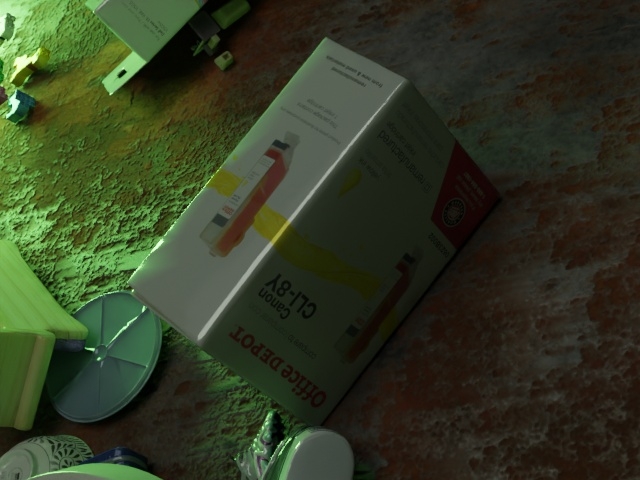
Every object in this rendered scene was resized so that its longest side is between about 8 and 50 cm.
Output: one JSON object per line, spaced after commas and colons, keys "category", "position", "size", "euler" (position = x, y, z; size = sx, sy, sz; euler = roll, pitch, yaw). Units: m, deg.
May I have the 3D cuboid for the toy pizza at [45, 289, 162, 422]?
{"category": "toy pizza", "position": [-0.302, 0.164, 1.823], "size": [0.201, 0.032, 0.201], "euler": [-16, 55, 25]}

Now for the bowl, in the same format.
{"category": "bowl", "position": [-0.392, 0.328, 1.745], "size": [0.170, 0.080, 0.170], "euler": [-17, 53, 23]}

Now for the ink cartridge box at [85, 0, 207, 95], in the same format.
{"category": "ink cartridge box", "position": [-0.256, -0.402, 2.050], "size": [0.353, 0.119, 0.207], "euler": [-46, 19, 0]}

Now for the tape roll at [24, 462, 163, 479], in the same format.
{"category": "tape roll", "position": [-0.254, 0.448, 1.454], "size": [0.392, 0.072, 0.392], "euler": [0, 91, 26]}

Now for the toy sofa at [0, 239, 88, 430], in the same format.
{"category": "toy sofa", "position": [-0.494, 0.125, 1.893], "size": [0.362, 0.177, 0.150], "euler": [38, 114, 48]}

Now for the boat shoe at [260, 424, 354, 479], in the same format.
{"category": "boat shoe", "position": [-0.051, 0.357, 1.494], "size": [0.102, 0.108, 0.301], "euler": [-3, 68, 69]}

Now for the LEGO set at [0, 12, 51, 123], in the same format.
{"category": "LEGO set", "position": [-0.518, -0.294, 2.221], "size": [0.093, 0.087, 0.227], "euler": [-29, 48, 35]}

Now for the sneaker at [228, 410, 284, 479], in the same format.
{"category": "sneaker", "position": [-0.083, 0.261, 1.611], "size": [0.069, 0.038, 0.098], "euler": [-10, 56, 27]}

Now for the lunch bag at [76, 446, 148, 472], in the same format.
{"category": "lunch bag", "position": [-0.273, 0.311, 1.685], "size": [0.098, 0.067, 0.065], "euler": [-23, 51, 21]}

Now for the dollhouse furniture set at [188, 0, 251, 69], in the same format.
{"category": "dollhouse furniture set", "position": [-0.151, -0.326, 2.055], "size": [0.114, 0.091, 0.081], "euler": [-42, 1, -26]}

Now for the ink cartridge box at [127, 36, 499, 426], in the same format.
{"category": "ink cartridge box", "position": [0.000, 0.000, 1.564], "size": [0.385, 0.279, 0.160], "euler": [-51, 48, -4]}
